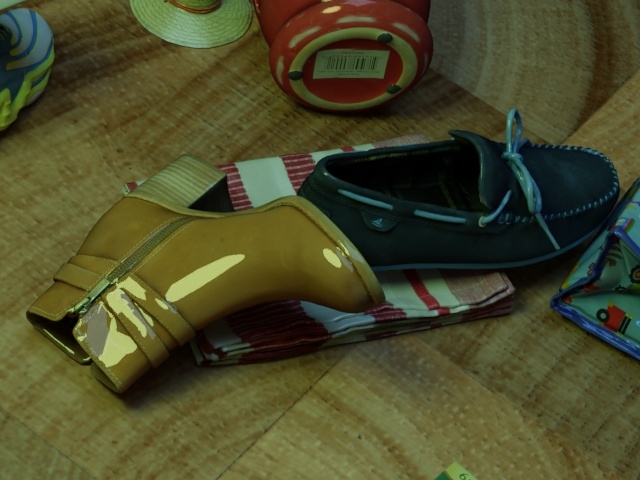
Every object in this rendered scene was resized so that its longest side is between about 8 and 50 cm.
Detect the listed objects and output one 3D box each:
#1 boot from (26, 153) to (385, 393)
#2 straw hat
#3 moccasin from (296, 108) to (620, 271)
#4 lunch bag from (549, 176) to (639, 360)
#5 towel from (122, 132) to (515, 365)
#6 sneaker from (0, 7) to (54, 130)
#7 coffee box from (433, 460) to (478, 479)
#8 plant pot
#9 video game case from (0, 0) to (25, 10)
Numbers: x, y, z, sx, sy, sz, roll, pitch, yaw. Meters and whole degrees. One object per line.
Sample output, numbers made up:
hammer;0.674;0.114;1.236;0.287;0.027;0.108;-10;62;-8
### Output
boot;-0.105;0.047;1.596;0.283;0.109;0.220;29;62;30
straw hat;-0.137;-0.277;1.967;0.144;0.061;0.144;8;46;-9
moccasin;0.142;-0.042;1.732;0.342;0.117;0.137;-12;51;-24
lunch bag;0.409;0.057;1.783;0.293;0.138;0.221;38;47;3
towel;0.000;0.000;1.764;0.329;0.037;0.237;-10;50;-23
sneaker;-0.320;-0.176;1.775;0.091;0.126;0.240;19;46;2
coffee box;0.094;0.274;1.527;0.113;0.040;0.184;39;50;21
plant pot;0.024;-0.238;1.895;0.191;0.191;0.174;3;57;-13
video game case;-0.381;-0.216;1.739;0.204;0.025;0.285;-28;19;-35
